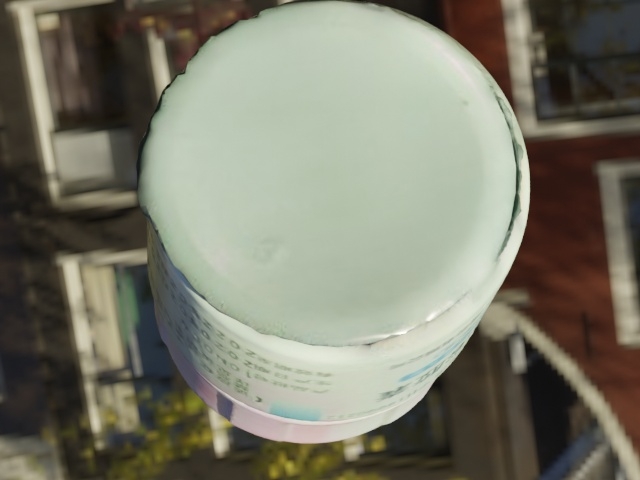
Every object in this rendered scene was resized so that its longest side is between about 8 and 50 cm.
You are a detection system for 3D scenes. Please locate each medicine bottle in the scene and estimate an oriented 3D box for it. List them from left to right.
[{"bbox_3d":[0.000,0.000,0.701,0.135,0.135,0.168,-10,164,-9],"label":"medicine bottle"}]
